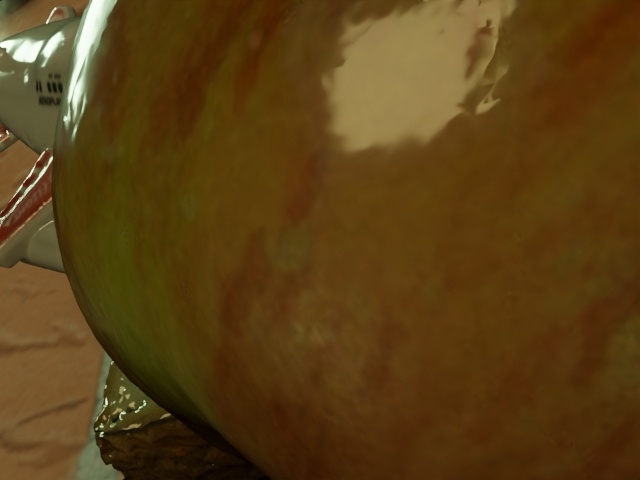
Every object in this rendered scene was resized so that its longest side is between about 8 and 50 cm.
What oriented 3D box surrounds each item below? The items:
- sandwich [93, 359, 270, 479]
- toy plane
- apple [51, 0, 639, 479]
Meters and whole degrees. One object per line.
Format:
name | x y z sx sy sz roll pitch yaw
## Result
sandwich | -0.001 -0.001 1.015 0.249 0.095 0.273 -21 46 29
toy plane | -0.133 -0.090 1.048 0.252 0.118 0.252 -22 47 26
apple | 0.099 -0.021 0.683 0.400 0.400 0.333 29 83 50
